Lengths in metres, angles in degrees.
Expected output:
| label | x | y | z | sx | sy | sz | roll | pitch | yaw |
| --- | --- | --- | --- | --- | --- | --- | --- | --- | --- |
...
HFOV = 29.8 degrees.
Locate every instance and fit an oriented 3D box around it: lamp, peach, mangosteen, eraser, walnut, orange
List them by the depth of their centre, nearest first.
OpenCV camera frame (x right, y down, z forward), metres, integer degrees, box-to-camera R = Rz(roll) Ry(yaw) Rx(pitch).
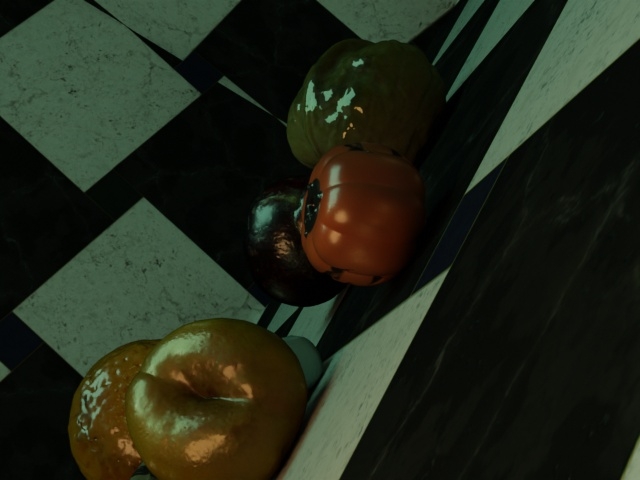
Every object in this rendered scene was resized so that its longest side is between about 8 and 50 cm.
| label | x | y | z | sx | sy | sz | roll | pitch | yaw |
| --- | --- | --- | --- | --- | --- | --- | --- | --- | --- |
| lamp | 0.063 | -0.034 | 1.574 | 0.187 | 0.164 | 0.187 | -170 | 90 | -74 |
| peach | -0.142 | 0.222 | 1.622 | 0.251 | 0.251 | 0.153 | -60 | -17 | -17 |
| eraser | -0.107 | 0.220 | 1.855 | 0.189 | 0.104 | 0.290 | -26 | -3 | -12 |
| mangosteen | 0.000 | 0.000 | 2.070 | 0.289 | 0.231 | 0.231 | 0 | 49 | 40 |
| walnut | 0.080 | -0.233 | 2.211 | 0.277 | 0.253 | 0.282 | -63 | 5 | -27 |
| orange | -0.334 | 0.367 | 2.405 | 0.340 | 0.340 | 0.293 | -61 | -8 | -26 |

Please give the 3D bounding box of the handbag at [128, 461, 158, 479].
| label | x | y | z | sx | sy | sz | roll | pitch | yaw |
| --- | --- | --- | --- | --- | --- | --- | --- | --- | --- |
| handbag | -0.258 | 0.488 | 1.617 | 0.327 | 0.162 | 0.325 | -60 | 6 | 14 |
